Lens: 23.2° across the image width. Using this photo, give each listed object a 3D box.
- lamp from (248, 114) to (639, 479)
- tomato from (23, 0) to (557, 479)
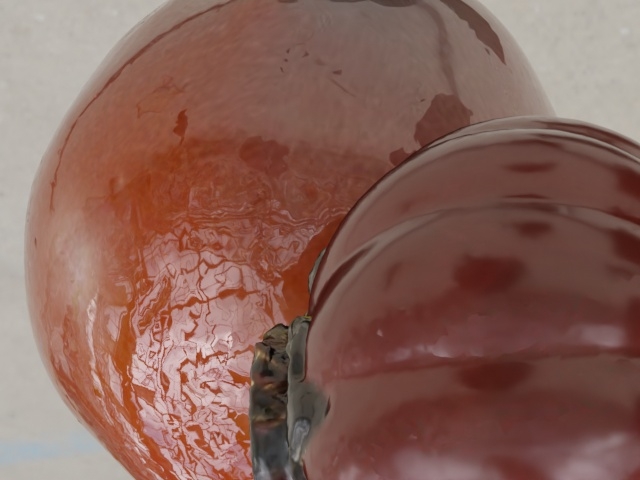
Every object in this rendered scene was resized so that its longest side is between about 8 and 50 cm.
[{"bbox_3d":[0.085,0.067,0.550,0.227,0.227,0.227,3,150,2],"label":"lamp"},{"bbox_3d":[0.000,0.000,0.825,0.322,0.321,0.321,3,150,2],"label":"tomato"}]
